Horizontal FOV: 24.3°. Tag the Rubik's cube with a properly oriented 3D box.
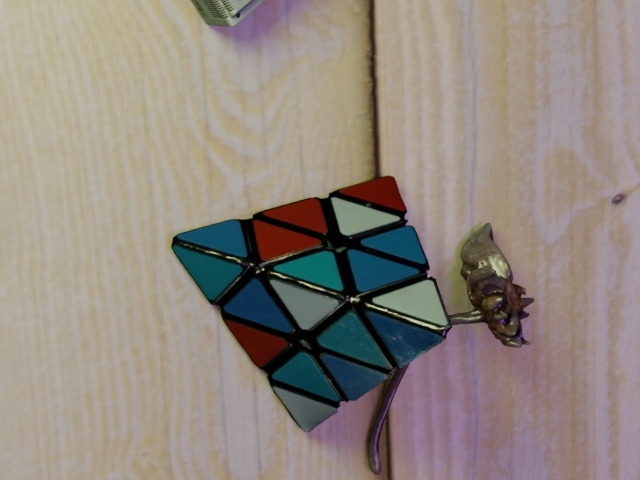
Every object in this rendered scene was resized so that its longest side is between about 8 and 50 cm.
[{"bbox_3d":[0.000,0.000,1.483,0.250,0.284,0.234,33,54,-6],"label":"Rubik's cube"}]

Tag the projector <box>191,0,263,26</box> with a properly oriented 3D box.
[{"bbox_3d":[-0.070,-0.283,1.361,0.147,0.061,0.115,-47,126,-20],"label":"projector"}]

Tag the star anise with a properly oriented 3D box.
[{"bbox_3d":[0.131,0.120,1.640,0.227,0.218,0.148,-22,157,9],"label":"star anise"}]
